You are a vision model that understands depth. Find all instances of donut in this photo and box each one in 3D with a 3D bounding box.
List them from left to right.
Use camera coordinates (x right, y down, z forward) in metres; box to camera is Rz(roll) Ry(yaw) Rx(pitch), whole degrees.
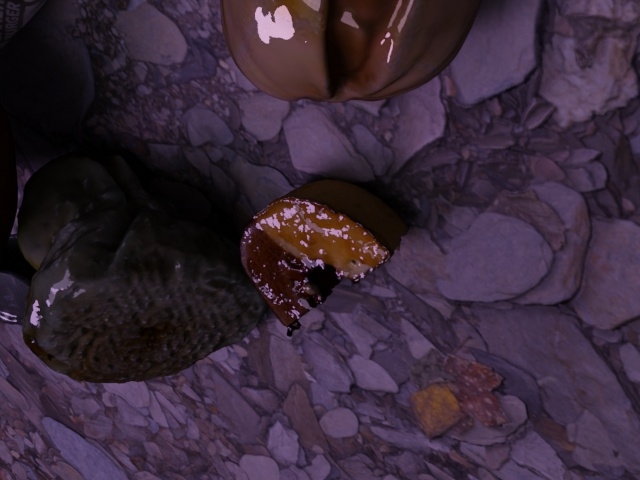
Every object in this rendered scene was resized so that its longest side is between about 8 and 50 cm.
[{"bbox_3d":[0.001,0.000,1.286,0.141,0.085,0.217,50,139,-8],"label":"donut"}]

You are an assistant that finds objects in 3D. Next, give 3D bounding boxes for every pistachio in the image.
[{"bbox_3d":[0.026,-0.235,0.970,0.230,0.230,0.309,28,135,17],"label":"pistachio"}]

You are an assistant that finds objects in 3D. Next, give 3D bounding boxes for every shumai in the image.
[{"bbox_3d":[-0.242,0.008,1.453,0.263,0.304,0.309,65,150,28],"label":"shumai"}]

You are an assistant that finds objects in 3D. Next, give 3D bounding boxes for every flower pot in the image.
[{"bbox_3d":[-0.376,0.073,1.644,0.229,0.103,0.108,14,133,30],"label":"flower pot"}]

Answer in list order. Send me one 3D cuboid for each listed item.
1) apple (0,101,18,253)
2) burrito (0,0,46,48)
[{"bbox_3d":[-0.494,-0.063,1.370,0.365,0.295,0.329,40,153,65],"label":"apple"},{"bbox_3d":[-0.320,-0.328,1.250,0.445,0.101,0.139,-25,95,51],"label":"burrito"}]
